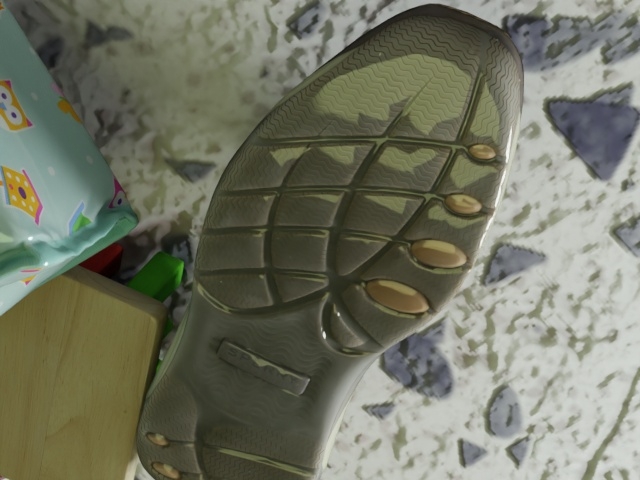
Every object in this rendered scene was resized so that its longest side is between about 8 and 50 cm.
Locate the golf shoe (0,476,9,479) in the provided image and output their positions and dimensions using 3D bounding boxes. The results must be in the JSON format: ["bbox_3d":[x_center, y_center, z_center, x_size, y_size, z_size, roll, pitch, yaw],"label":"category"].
[{"bbox_3d":[-0.260,0.169,1.207,0.272,0.120,0.105,25,123,-10],"label":"golf shoe"}]

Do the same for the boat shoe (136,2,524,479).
[{"bbox_3d":[0.000,0.000,1.038,0.132,0.130,0.355,28,130,-6],"label":"boat shoe"}]

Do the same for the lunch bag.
[{"bbox_3d":[-0.264,-0.025,1.014,0.262,0.160,0.223,-33,91,23],"label":"lunch bag"}]

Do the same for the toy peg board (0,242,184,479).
[{"bbox_3d":[-0.161,0.057,1.148,0.160,0.079,0.161,23,125,12],"label":"toy peg board"}]
